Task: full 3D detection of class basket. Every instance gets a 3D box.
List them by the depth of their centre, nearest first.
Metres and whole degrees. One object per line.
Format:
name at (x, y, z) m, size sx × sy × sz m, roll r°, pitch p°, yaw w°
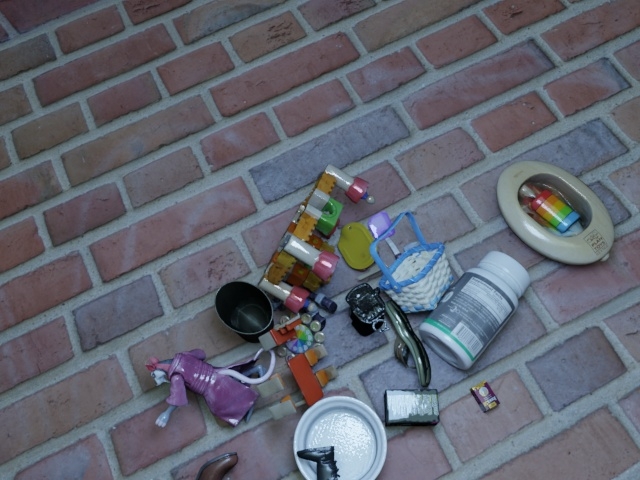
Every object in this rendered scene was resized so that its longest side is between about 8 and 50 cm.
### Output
basket at (0.289, 0.078, 1.830) m, size 0.254 × 0.201 × 0.289 m, roll -40°, pitch 109°, yaw -41°
basket at (-0.231, 0.251, 1.844) m, size 0.204 × 0.227 × 0.154 m, roll 33°, pitch 73°, yaw 18°

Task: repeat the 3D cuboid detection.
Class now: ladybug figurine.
ladybug figurine at (0.799, -0.082, 1.942) m, size 0.305 × 0.162 × 0.449 m, roll -36°, pitch 69°, yaw -10°

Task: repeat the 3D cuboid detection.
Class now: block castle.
block castle at (0.000, 0.000, 1.824) m, size 0.212 × 0.303 × 0.453 m, roll 31°, pitch 45°, yaw -7°

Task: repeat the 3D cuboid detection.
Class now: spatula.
spatula at (0.264, 0.033, 2.006) m, size 0.084 × 0.030 × 0.297 m, roll -25°, pitch 68°, yaw -6°

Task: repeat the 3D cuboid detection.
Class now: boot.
boot at (-0.006, 0.647, 1.610) m, size 0.121 × 0.045 × 0.099 m, roll -7°, pitch 69°, yaw 1°
boot at (-0.295, 0.811, 1.663) m, size 0.264 × 0.096 × 0.280 m, roll -36°, pitch 62°, yaw -10°

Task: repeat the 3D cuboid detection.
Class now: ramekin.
ramekin at (0.062, 0.625, 1.711) m, size 0.277 × 0.135 × 0.277 m, roll -1°, pitch 66°, yaw 3°

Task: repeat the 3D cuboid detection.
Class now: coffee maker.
coffee maker at (0.154, 0.250, 1.840) m, size 0.120 × 0.178 × 0.171 m, roll -13°, pitch 64°, yaw 0°

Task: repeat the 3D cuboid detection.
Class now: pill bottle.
pill bottle at (0.503, 0.219, 1.813) m, size 0.204 × 0.204 × 0.361 m, roll 39°, pitch 75°, yaw 18°

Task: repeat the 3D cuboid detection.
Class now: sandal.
sandal at (0.277, 0.341, 1.840) m, size 0.086 × 0.120 × 0.303 m, roll -33°, pitch 64°, yaw 15°

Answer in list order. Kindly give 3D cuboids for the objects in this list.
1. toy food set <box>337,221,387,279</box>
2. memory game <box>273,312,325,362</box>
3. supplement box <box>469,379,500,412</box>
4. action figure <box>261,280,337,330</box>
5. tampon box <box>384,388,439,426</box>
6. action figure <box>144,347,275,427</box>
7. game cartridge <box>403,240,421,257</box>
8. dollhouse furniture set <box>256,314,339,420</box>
toy food set at (0.150, 0.040, 1.998) m, size 0.128 × 0.071 × 0.218 m, roll -35°, pitch 65°, yaw 15°
memory game at (-0.074, 0.327, 1.870) m, size 0.186 × 0.012 × 0.186 m, roll 1°, pitch 94°, yaw 13°
supplement box at (0.521, 0.495, 1.781) m, size 0.054 × 0.043 × 0.083 m, roll -27°, pitch 68°, yaw -9°
action figure at (-0.082, 0.184, 1.937) m, size 0.285 × 0.099 × 0.185 m, roll 36°, pitch 81°, yaw 22°
tampon box at (0.281, 0.522, 1.745) m, size 0.160 × 0.120 × 0.102 m, roll -1°, pitch 66°, yaw 4°
action figure at (-0.363, 0.437, 1.738) m, size 0.370 × 0.276 × 0.248 m, roll 24°, pitch 41°, yaw -16°
game cartridge at (0.342, 0.032, 2.008) m, size 0.083 × 0.017 × 0.056 m, roll -18°, pitch 70°, yaw -3°
dollhouse furniture set at (-0.071, 0.376, 1.716) m, size 0.135 × 0.262 × 0.259 m, roll -31°, pitch 85°, yaw 34°
